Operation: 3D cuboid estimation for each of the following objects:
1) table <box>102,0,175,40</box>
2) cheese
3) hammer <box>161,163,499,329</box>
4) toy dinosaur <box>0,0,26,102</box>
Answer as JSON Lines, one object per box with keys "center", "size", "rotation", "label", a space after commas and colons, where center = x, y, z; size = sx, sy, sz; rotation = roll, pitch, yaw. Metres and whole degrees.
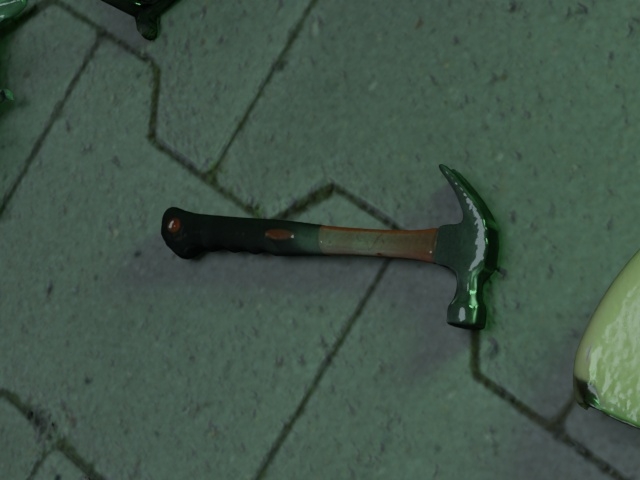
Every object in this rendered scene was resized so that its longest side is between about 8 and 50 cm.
{"center": [-0.113, -0.379, 1.353], "size": [0.335, 0.222, 0.272], "rotation": [-35, 59, 22], "label": "table"}
{"center": [0.251, 0.006, 1.090], "size": [0.127, 0.050, 0.255], "rotation": [26, 91, 37], "label": "cheese"}
{"center": [0.000, 0.000, 1.276], "size": [0.288, 0.033, 0.111], "rotation": [2, 78, 35], "label": "hammer"}
{"center": [-0.319, -0.050, 1.474], "size": [0.383, 0.076, 0.129], "rotation": [-67, 20, -8], "label": "toy dinosaur"}
